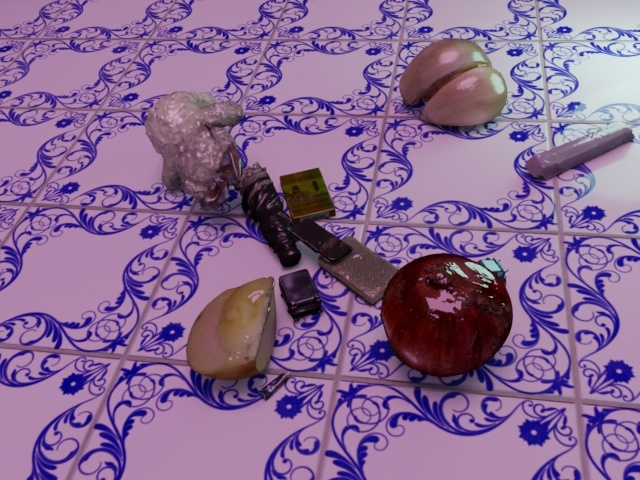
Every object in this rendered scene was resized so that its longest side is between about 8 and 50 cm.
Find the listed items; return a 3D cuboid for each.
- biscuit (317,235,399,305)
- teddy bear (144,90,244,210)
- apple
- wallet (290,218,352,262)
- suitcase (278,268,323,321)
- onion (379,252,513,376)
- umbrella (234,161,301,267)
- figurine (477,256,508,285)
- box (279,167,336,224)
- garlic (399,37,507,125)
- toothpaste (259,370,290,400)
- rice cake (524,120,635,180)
[{"bbox_3d":[0.099,0.069,1.698,0.121,0.041,0.199,-33,49,-27],"label":"biscuit"},{"bbox_3d":[-0.320,-0.251,1.968,0.362,0.375,0.327,41,100,7],"label":"teddy bear"},{"bbox_3d":[-0.194,0.213,1.534,0.193,0.120,0.265,-10,39,16],"label":"apple"},{"bbox_3d":[0.000,0.000,1.727,0.156,0.018,0.082,36,48,28],"label":"wallet"},{"bbox_3d":[-0.048,0.128,1.641,0.086,0.059,0.126,-16,44,-12],"label":"suitcase"},{"bbox_3d":[0.263,0.150,1.442,0.276,0.276,0.276,-4,44,3],"label":"onion"},{"bbox_3d":[-0.136,-0.061,1.842,0.113,0.106,0.358,-25,53,-5],"label":"umbrella"},{"bbox_3d":[0.369,0.087,1.620,0.140,0.075,0.068,-13,44,-9],"label":"figurine"},{"bbox_3d":[-0.039,-0.127,1.927,0.121,0.030,0.193,-13,43,-6],"label":"box"},{"bbox_3d":[0.422,-0.484,2.139,0.312,0.286,0.249,-12,-1,-13],"label":"garlic"},{"bbox_3d":[-0.096,0.312,1.486,0.083,0.019,0.027,-37,75,-26],"label":"toothpaste"},{"bbox_3d":[0.742,-0.259,1.947,0.364,0.056,0.073,-23,48,-15],"label":"rice cake"}]
